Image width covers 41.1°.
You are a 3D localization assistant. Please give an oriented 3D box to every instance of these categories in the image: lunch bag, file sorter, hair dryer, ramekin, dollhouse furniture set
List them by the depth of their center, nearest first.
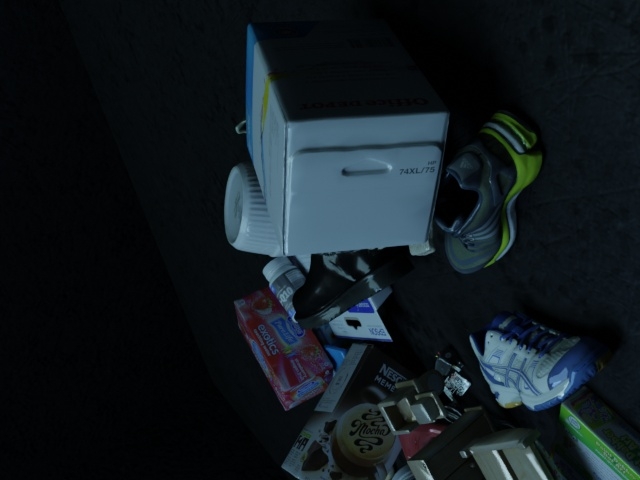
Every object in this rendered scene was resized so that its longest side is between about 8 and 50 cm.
[{"bbox_3d":[0.310,0.315,1.321,0.355,0.173,0.303,-27,92,54],"label":"dollhouse furniture set"},{"bbox_3d":[0.226,0.359,1.600,0.224,0.080,0.294,53,141,21],"label":"hair dryer"},{"bbox_3d":[-0.130,-0.071,1.777,0.207,0.109,0.207,-177,90,-70],"label":"ramekin"},{"bbox_3d":[0.103,0.284,1.873,0.170,0.104,0.118,61,161,-8],"label":"file sorter"},{"bbox_3d":[0.032,0.241,2.008,0.219,0.090,0.176,60,160,-3],"label":"lunch bag"}]

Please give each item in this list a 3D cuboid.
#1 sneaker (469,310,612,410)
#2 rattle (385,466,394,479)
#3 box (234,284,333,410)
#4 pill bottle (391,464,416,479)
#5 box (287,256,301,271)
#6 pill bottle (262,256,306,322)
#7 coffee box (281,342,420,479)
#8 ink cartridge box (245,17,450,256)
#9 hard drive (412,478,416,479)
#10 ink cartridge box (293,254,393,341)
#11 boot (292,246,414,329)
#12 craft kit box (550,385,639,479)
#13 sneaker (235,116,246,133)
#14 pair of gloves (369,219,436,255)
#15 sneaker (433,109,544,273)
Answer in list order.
[{"bbox_3d":[0.291,0.161,1.211,0.131,0.111,0.296,58,160,5],"label":"sneaker"},{"bbox_3d":[0.128,0.637,2.308,0.130,0.143,0.200,26,140,27],"label":"rattle"},{"bbox_3d":[-0.084,0.236,1.948,0.257,0.128,0.123,57,163,29],"label":"box"},{"bbox_3d":[0.242,0.604,1.841,0.161,0.161,0.283,63,178,-14],"label":"pill bottle"},{"bbox_3d":[-0.068,0.029,2.034,0.116,0.029,0.162,37,153,47],"label":"box"},{"bbox_3d":[-0.063,0.104,1.863,0.137,0.078,0.078,53,160,21],"label":"pill bottle"},{"bbox_3d":[0.077,0.376,1.725,0.168,0.297,0.119,34,166,-13],"label":"coffee box"},{"bbox_3d":[0.021,-0.142,1.112,0.270,0.198,0.197,-110,19,-50],"label":"ink cartridge box"},{"bbox_3d":[0.211,0.548,1.670,0.210,0.318,0.040,27,134,57],"label":"hard drive"},{"bbox_3d":[0.035,0.059,1.771,0.307,0.072,0.303,59,160,-8],"label":"ink cartridge box"},{"bbox_3d":[0.003,-0.002,1.533,0.260,0.131,0.348,56,142,2],"label":"boot"},{"bbox_3d":[0.441,0.368,1.238,0.250,0.061,0.247,45,159,34],"label":"craft kit box"},{"bbox_3d":[-0.100,-0.203,1.695,0.188,0.071,0.066,36,150,50],"label":"sneaker"},{"bbox_3d":[0.107,-0.082,1.270,0.240,0.042,0.204,-172,79,-72],"label":"pair of gloves"},{"bbox_3d":[0.193,-0.044,1.128,0.111,0.121,0.300,49,159,27],"label":"sneaker"}]
